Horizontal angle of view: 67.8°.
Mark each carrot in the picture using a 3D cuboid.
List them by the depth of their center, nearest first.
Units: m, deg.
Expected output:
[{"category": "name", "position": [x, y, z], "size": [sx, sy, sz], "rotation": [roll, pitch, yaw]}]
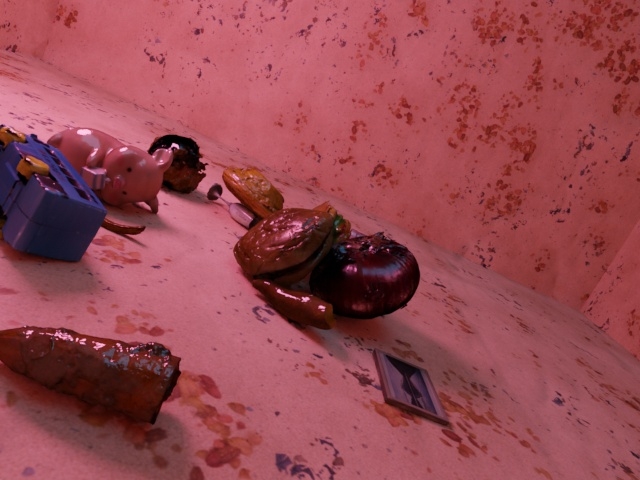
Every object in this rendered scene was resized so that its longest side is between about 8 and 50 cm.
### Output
[{"category": "carrot", "position": [-0.321, 0.166, 0.635], "size": [0.262, 0.102, 0.102], "rotation": [18, 15, -5]}]

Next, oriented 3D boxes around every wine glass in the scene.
[{"category": "wine glass", "position": [-0.306, -0.115, 1.699], "size": [0.262, 0.074, 0.074], "rotation": [36, 17, 33]}]

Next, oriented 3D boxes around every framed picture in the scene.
[{"category": "framed picture", "position": [0.197, 0.324, 1.076], "size": [0.150, 0.015, 0.203], "rotation": [24, 14, -7]}]

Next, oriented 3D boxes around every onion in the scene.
[{"category": "onion", "position": [0.119, 0.113, 1.304], "size": [0.313, 0.233, 0.314], "rotation": [-7, 15, 2]}]

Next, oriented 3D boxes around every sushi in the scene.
[{"category": "sushi", "position": [-0.529, -0.283, 1.705], "size": [0.204, 0.213, 0.200], "rotation": [55, 7, 37]}]

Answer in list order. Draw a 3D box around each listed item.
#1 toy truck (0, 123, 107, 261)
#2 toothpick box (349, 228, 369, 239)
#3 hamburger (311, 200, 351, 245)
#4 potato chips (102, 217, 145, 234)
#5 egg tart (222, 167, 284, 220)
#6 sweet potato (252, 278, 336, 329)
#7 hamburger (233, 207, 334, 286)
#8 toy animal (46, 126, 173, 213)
[{"category": "toy truck", "position": [-0.600, -0.107, 0.996], "size": [0.385, 0.161, 0.162], "rotation": [36, 6, 38]}, {"category": "toothpick box", "position": [0.178, 0.024, 1.968], "size": [0.148, 0.099, 0.098], "rotation": [24, 14, -2]}, {"category": "hamburger", "position": [0.000, 0.000, 1.514], "size": [0.149, 0.237, 0.237], "rotation": [43, 9, -17]}, {"category": "potato chips", "position": [-0.528, -0.053, 1.159], "size": [0.203, 0.037, 0.026], "rotation": [20, 4, 1]}, {"category": "egg tart", "position": [-0.225, -0.166, 1.712], "size": [0.294, 0.123, 0.294], "rotation": [41, -8, 7]}, {"category": "sweet potato", "position": [-0.062, 0.149, 1.141], "size": [0.243, 0.077, 0.077], "rotation": [20, 9, 32]}, {"category": "hamburger", "position": [-0.095, 0.000, 1.274], "size": [0.284, 0.265, 0.134], "rotation": [13, -37, 48]}, {"category": "toy animal", "position": [-0.567, -0.198, 1.296], "size": [0.256, 0.195, 0.213], "rotation": [30, 22, 7]}]
